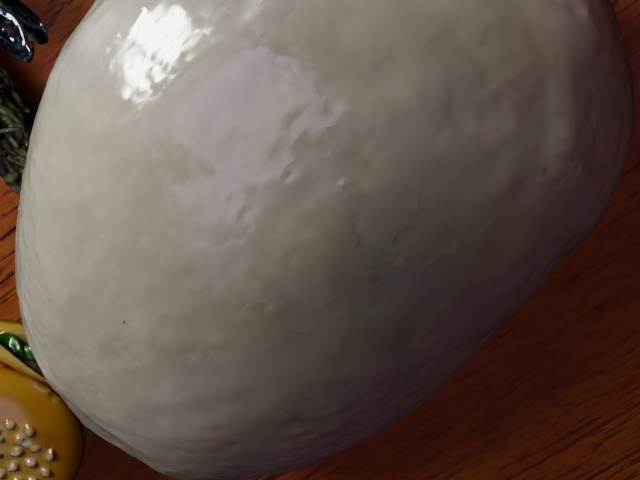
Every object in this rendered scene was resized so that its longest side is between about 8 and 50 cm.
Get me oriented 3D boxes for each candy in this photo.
[{"bbox_3d":[0.000,0.000,0.677,0.386,0.186,0.427,11,125,-32],"label":"candy"}]

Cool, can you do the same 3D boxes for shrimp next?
[{"bbox_3d":[-0.198,-0.090,0.672,0.051,0.198,0.262,-43,124,-21],"label":"shrimp"}]

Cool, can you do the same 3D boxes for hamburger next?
[{"bbox_3d":[-0.250,0.140,0.824,0.162,0.115,0.162,-2,120,-3],"label":"hamburger"}]
